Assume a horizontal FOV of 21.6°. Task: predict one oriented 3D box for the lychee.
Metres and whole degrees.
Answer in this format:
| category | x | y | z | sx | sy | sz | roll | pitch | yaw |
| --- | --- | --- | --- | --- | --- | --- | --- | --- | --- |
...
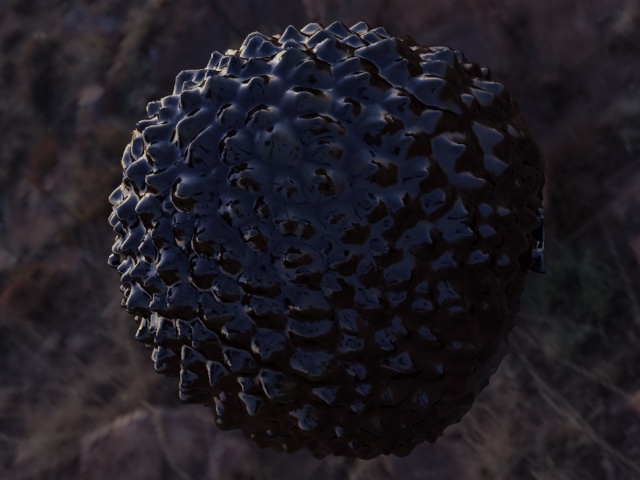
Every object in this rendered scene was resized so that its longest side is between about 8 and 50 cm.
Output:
| category | x | y | z | sx | sy | sz | roll | pitch | yaw |
| --- | --- | --- | --- | --- | --- | --- | --- | --- | --- |
| lychee | 0.000 | 0.000 | 0.692 | 0.188 | 0.188 | 0.188 | -24 | 43 | 25 |
